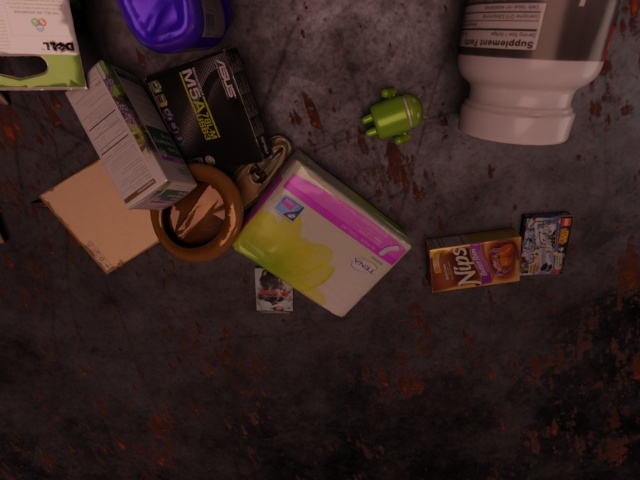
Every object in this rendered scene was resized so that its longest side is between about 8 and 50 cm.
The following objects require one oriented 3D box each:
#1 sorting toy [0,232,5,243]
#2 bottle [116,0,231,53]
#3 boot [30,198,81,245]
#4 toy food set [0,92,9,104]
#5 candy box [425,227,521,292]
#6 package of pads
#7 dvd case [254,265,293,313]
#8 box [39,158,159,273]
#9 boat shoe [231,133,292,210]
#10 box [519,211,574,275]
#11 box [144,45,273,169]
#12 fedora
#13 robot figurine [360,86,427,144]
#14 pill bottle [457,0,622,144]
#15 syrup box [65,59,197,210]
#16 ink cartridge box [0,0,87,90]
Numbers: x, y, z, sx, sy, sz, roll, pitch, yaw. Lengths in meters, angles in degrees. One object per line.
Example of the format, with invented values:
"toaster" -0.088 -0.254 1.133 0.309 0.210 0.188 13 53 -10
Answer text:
"sorting toy" -0.773 -0.084 0.863 0.193 0.038 0.208 -1 120 1
"bottle" -0.187 -0.331 0.594 0.092 0.282 0.118 -12 116 6
"boot" -0.537 -0.034 0.881 0.107 0.037 0.114 0 119 2
"toy food set" -0.685 -0.274 0.715 0.218 0.071 0.128 12 154 -4
"candy box" 0.322 0.043 0.896 0.187 0.053 0.109 -8 116 6
"package of pads" 0.000 0.000 0.847 0.297 0.101 0.229 35 111 -17
"dvd case" -0.104 0.114 0.957 0.087 0.013 0.119 2 117 0
"box" -0.431 -0.052 0.859 0.165 0.021 0.201 -32 111 -1
"boat shoe" -0.128 -0.122 0.811 0.068 0.072 0.190 33 113 -16
"box" 0.470 0.008 0.890 0.094 0.027 0.136 -3 116 4
"box" -0.197 -0.221 0.748 0.184 0.045 0.190 -2 119 29
"fedora" -0.227 -0.053 0.806 0.195 0.079 0.194 2 100 11
"robot figurine" 0.132 -0.224 0.761 0.115 0.067 0.101 -17 102 9
"pill bottle" 0.323 -0.341 0.624 0.211 0.210 0.362 2 116 0
"syrup box" -0.323 -0.173 0.727 0.096 0.093 0.236 -32 85 15
"ink cartridge box" -0.478 -0.367 0.646 0.189 0.097 0.255 -7 113 -18
